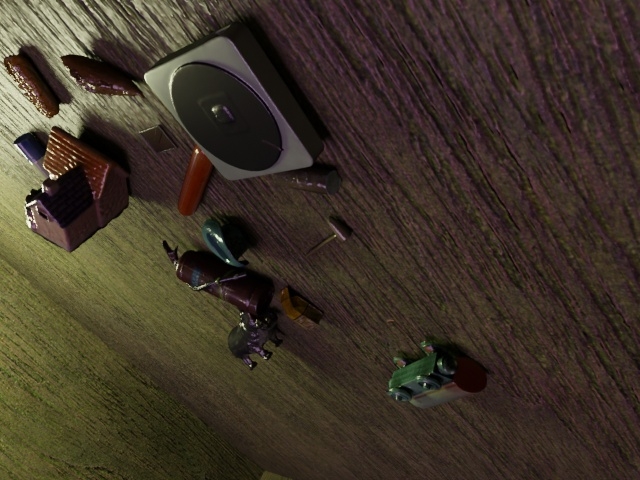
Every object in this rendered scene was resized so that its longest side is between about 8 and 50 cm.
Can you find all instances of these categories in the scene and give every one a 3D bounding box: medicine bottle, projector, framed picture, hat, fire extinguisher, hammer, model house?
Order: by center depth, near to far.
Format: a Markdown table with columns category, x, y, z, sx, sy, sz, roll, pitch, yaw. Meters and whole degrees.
| category | x | y | z | sx | sy | sz | roll | pitch | yaw |
| --- | --- | --- | --- | --- | --- | --- | --- | --- | --- |
| projector | -0.150 | -0.232 | 0.981 | 0.257 | 0.079 | 0.259 | -2 | 134 | 44 |
| hammer | 0.000 | 0.000 | 1.221 | 0.060 | 0.028 | 0.195 | 43 | 149 | -6 |
| framed picture | -0.367 | -0.227 | 1.255 | 0.089 | 0.007 | 0.066 | -3 | 133 | 44 |
| hat | -0.225 | 0.004 | 1.387 | 0.190 | 0.078 | 0.138 | 17 | 141 | 59 |
| model house | -0.638 | -0.144 | 1.410 | 0.202 | 0.237 | 0.237 | 36 | 145 | 8 |
| fire extinguisher | -0.299 | 0.096 | 1.556 | 0.341 | 0.105 | 0.142 | 22 | 130 | 17 |
| medicine bottle | -0.790 | -0.206 | 1.619 | 0.059 | 0.059 | 0.231 | 8 | 140 | 35 |

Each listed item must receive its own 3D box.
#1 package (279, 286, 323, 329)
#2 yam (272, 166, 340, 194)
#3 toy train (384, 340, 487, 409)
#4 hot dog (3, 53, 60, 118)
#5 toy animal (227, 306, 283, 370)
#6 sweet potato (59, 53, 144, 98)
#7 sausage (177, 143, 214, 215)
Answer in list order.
| category | x | y | z | sx | sy | sz | roll | pitch | yaw |
| --- | --- | --- | --- | --- | --- | --- | --- | --- | --- |
| package | -0.060 | 0.186 | 1.509 | 0.131 | 0.047 | 0.071 | 38 | 152 | -11 |
| yam | -0.030 | -0.119 | 1.054 | 0.132 | 0.054 | 0.054 | 13 | 144 | 26 |
| toy train | 0.282 | 0.348 | 1.379 | 0.177 | 0.116 | 0.285 | 24 | 149 | -9 |
| hot dog | -0.680 | -0.362 | 1.314 | 0.071 | 0.045 | 0.165 | 10 | 141 | 30 |
| toy animal | -0.198 | 0.280 | 1.716 | 0.168 | 0.106 | 0.343 | 35 | 143 | 10 |
| sweet potato | -0.445 | -0.329 | 1.133 | 0.205 | 0.068 | 0.060 | 21 | 172 | 10 |
| sausage | -0.280 | -0.138 | 1.254 | 0.053 | 0.053 | 0.348 | 36 | 149 | -4 |
